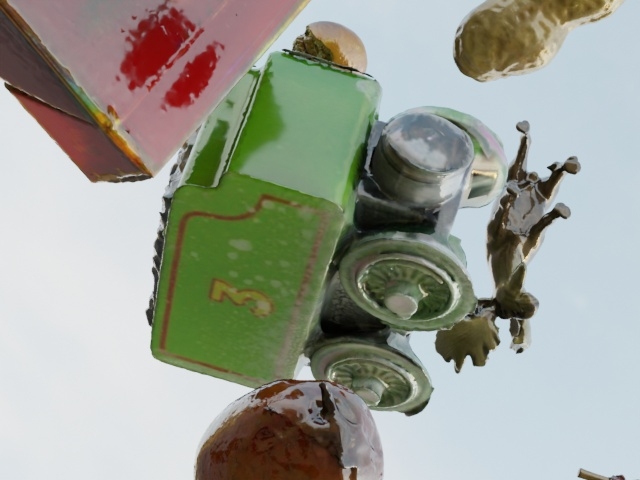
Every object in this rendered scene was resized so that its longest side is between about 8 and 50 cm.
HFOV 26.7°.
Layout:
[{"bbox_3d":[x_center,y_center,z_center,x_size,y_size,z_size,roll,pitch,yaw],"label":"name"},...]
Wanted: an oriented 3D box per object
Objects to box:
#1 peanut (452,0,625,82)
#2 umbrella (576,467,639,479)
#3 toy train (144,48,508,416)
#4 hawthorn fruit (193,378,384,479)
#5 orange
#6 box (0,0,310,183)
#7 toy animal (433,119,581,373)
[{"bbox_3d":[0.127,-0.130,0.772,0.113,0.054,0.054,-33,-92,11],"label":"peanut"},{"bbox_3d":[0.274,0.204,1.025,0.165,0.027,0.025,17,-10,-3],"label":"umbrella"},{"bbox_3d":[0.000,0.000,1.037,0.248,0.173,0.307,17,-38,0],"label":"toy train"},{"bbox_3d":[-0.010,0.096,0.579,0.081,0.081,0.093,54,-34,8],"label":"hawthorn fruit"},{"bbox_3d":[0.008,-0.174,1.338,0.086,0.086,0.062,126,-31,-53],"label":"orange"},{"bbox_3d":[-0.160,-0.213,0.838,0.089,0.197,0.313,1,-43,51],"label":"box"},{"bbox_3d":[0.188,0.013,1.292,0.093,0.214,0.186,21,-42,0],"label":"toy animal"}]
